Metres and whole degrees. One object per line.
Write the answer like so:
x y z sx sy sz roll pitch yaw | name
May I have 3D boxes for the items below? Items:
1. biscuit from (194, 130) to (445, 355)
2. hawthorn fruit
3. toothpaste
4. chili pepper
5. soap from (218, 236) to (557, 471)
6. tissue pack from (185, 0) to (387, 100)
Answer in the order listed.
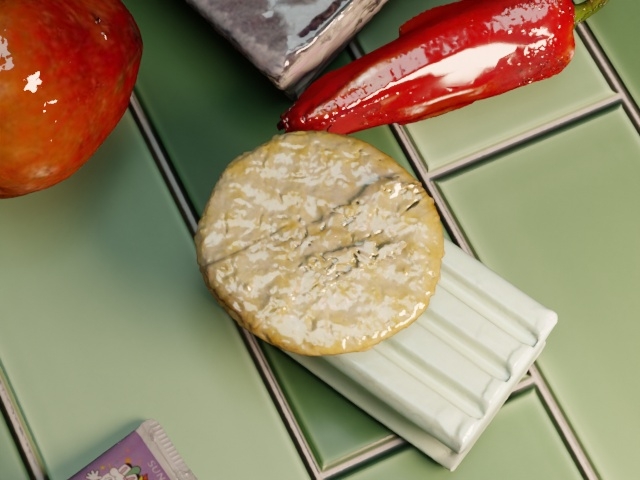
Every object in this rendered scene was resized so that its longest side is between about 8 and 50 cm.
0.000 -0.001 1.435 0.220 0.033 0.219 1 66 -3 | biscuit
-0.267 -0.162 1.488 0.224 0.224 0.261 43 54 13 | hawthorn fruit
-0.231 0.267 1.383 0.299 0.073 0.114 -31 73 -24 | toothpaste
0.132 -0.177 1.578 0.388 0.110 0.110 -22 71 -12 | chili pepper
0.058 0.063 1.478 0.265 0.087 0.160 35 69 11 | soap
-0.075 -0.368 1.591 0.394 0.124 0.288 43 94 12 | tissue pack
